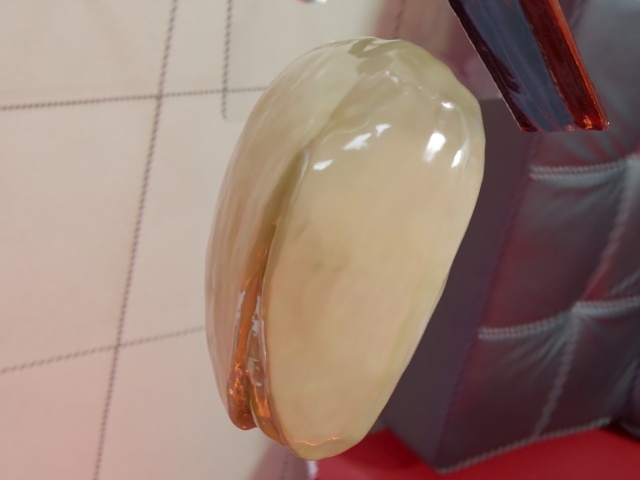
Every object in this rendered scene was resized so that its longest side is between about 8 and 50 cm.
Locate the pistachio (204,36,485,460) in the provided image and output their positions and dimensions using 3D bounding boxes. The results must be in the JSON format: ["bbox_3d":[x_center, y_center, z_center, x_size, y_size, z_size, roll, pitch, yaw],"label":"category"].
[{"bbox_3d":[0.000,0.000,0.614,0.145,0.117,0.200,9,106,-61],"label":"pistachio"}]

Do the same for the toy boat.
[{"bbox_3d":[0.084,-0.196,0.753,0.079,0.136,0.392,-26,139,11],"label":"toy boat"}]
